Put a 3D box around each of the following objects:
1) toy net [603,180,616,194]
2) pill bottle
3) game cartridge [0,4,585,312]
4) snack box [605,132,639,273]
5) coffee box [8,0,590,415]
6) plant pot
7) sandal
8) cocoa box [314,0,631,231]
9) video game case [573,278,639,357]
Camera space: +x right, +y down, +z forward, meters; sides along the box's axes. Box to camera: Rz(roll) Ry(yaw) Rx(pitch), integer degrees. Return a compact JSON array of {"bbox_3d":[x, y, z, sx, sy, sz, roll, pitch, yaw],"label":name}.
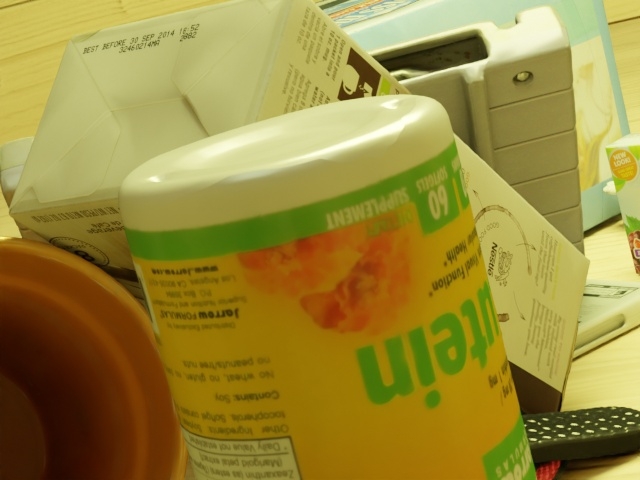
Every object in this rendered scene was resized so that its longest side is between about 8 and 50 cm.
[{"bbox_3d":[0.312,-0.030,1.348,0.232,0.045,0.122,-5,17,45],"label":"toy net"},{"bbox_3d":[0.014,0.075,0.720,0.136,0.246,0.136,-14,12,3],"label":"pill bottle"},{"bbox_3d":[-0.005,-0.013,1.141,0.355,0.230,0.068,-15,44,0],"label":"game cartridge"},{"bbox_3d":[0.277,-0.029,1.236,0.141,0.100,0.037,-3,16,45],"label":"snack box"},{"bbox_3d":[0.000,0.000,0.979,0.168,0.297,0.119,-6,58,40],"label":"coffee box"},{"bbox_3d":[-0.196,0.114,0.979,0.205,0.205,0.188,-20,-3,-23],"label":"plant pot"},{"bbox_3d":[0.098,0.120,0.939,0.179,0.040,0.067,-4,13,-21],"label":"sandal"},{"bbox_3d":[0.058,-0.083,1.434,0.347,0.231,0.228,-25,16,-38],"label":"cocoa box"},{"bbox_3d":[0.113,0.063,1.208,0.173,0.022,0.190,-22,15,-33],"label":"video game case"}]
